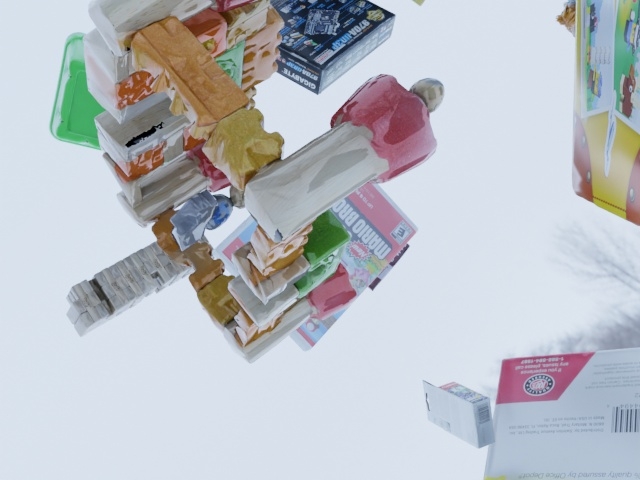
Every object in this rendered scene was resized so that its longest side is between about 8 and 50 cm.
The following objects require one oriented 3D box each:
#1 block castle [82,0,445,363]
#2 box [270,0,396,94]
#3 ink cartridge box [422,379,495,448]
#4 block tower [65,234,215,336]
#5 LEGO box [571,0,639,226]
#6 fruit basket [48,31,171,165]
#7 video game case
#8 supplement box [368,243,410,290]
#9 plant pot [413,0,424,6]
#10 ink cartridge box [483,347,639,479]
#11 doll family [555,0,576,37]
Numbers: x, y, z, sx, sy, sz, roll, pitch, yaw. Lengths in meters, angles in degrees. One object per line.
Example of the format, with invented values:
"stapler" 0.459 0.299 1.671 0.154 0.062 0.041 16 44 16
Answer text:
"block castle" -0.063 -0.086 0.923 0.213 0.303 0.453 -36 -14 -20
"box" -0.009 -0.341 1.444 0.220 0.175 0.051 -45 -22 -38
"ink cartridge box" 0.177 0.219 1.154 0.029 0.115 0.063 -15 -76 -24
"block tower" -0.375 0.074 1.881 0.335 0.091 0.097 -32 -4 -31
"LEGO box" 0.354 -0.266 0.499 0.193 0.372 0.500 -90 -2 -80
"fruit basket" -0.404 -0.287 1.988 0.392 0.392 0.283 -10 -60 -59
"video game case" 0.000 0.000 1.363 0.285 0.204 0.025 -46 6 -28
"supplement box" 0.055 -0.014 1.868 0.073 0.239 0.130 -50 -4 -33
"plant pot" 0.122 -0.553 1.456 0.212 0.212 0.187 21 -59 -43
"ink cartridge box" 0.366 0.343 1.164 0.160 0.279 0.385 55 -140 -36
"doll family" 0.489 -0.457 1.584 0.163 0.118 0.263 -63 10 -17
